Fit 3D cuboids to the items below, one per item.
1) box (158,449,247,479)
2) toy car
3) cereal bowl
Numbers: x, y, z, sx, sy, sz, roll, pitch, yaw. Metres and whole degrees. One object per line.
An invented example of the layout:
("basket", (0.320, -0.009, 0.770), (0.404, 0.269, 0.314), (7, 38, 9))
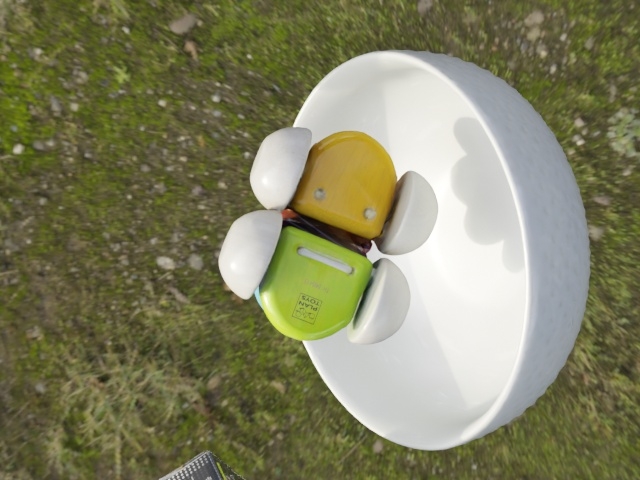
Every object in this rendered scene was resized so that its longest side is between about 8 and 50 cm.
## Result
("box", (-0.023, 0.325, 0.754), (0.060, 0.216, 0.270), (-34, 55, -1))
("toy car", (0.000, 0.000, 0.792), (0.159, 0.136, 0.182), (22, 76, -12))
("cereal bowl", (0.106, 0.003, 0.819), (0.339, 0.141, 0.339), (16, 110, 52))
